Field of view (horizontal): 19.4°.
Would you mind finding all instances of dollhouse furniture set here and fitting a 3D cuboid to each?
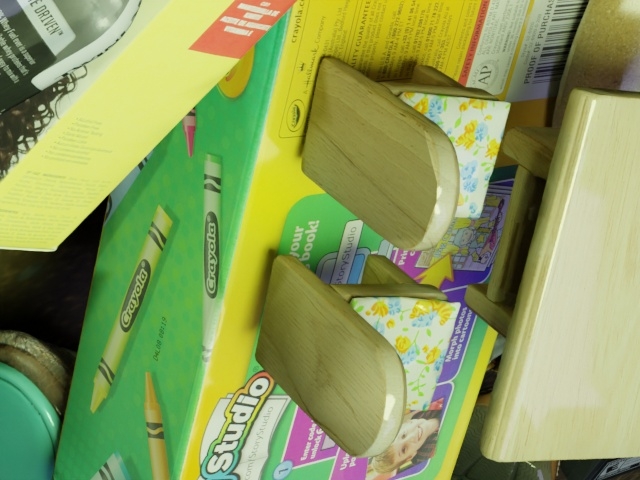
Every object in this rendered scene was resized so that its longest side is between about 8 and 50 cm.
[{"bbox_3d":[0.126,-0.025,0.632,0.212,0.161,0.242,2,111,-29],"label":"dollhouse furniture set"}]

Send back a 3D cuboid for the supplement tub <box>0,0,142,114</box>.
[{"bbox_3d":[-0.133,-0.078,0.530,0.190,0.117,0.117,-30,156,0],"label":"supplement tub"}]

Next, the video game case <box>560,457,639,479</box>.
[{"bbox_3d":[0.352,0.094,1.514,0.275,0.035,0.248,-15,152,-29],"label":"video game case"}]

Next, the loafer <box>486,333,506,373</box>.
[{"bbox_3d":[0.118,0.061,1.150,0.170,0.061,0.062,-4,144,-46],"label":"loafer"}]

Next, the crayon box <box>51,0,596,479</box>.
[{"bbox_3d":[0.000,0.000,0.758,0.165,0.081,0.278,-9,126,-39],"label":"crayon box"}]

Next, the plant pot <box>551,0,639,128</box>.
[{"bbox_3d":[0.185,-0.089,0.797,0.236,0.032,0.236,-33,142,-30],"label":"plant pot"}]

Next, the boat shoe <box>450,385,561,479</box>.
[{"bbox_3d":[0.100,0.180,1.320,0.120,0.122,0.324,-52,172,-32],"label":"boat shoe"}]

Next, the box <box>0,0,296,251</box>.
[{"bbox_3d":[-0.054,-0.099,0.619,0.232,0.087,0.058,-44,153,25],"label":"box"}]

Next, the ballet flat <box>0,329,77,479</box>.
[{"bbox_3d":[-0.148,0.115,0.935,0.106,0.107,0.316,-37,170,-38],"label":"ballet flat"}]
